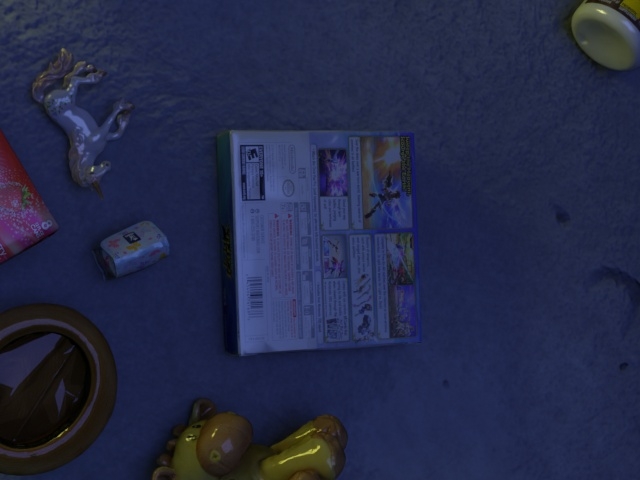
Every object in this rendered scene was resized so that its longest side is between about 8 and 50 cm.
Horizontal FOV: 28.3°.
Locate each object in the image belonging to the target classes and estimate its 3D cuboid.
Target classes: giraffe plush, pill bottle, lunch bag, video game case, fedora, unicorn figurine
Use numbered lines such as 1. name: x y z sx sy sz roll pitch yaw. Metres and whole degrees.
1. giraffe plush: -0.093 0.263 1.479 0.170 0.181 0.210 39 109 -7
2. pill bottle: 0.448 -0.340 1.738 0.117 0.117 0.215 46 72 -16
3. lunch bag: -0.216 0.012 1.455 0.071 0.083 0.053 -25 98 -22
4. video game case: 0.000 0.000 1.562 0.244 0.061 0.269 -2 89 -22
5. fedora: -0.322 0.161 1.407 0.194 0.079 0.194 -1 94 -20
6. unicorn figurine: -0.268 -0.132 1.458 0.162 0.060 0.111 45 72 1

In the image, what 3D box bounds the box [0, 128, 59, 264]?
1. box: -0.406 -0.087 1.354 0.128 0.122 0.257 -33 101 -22
